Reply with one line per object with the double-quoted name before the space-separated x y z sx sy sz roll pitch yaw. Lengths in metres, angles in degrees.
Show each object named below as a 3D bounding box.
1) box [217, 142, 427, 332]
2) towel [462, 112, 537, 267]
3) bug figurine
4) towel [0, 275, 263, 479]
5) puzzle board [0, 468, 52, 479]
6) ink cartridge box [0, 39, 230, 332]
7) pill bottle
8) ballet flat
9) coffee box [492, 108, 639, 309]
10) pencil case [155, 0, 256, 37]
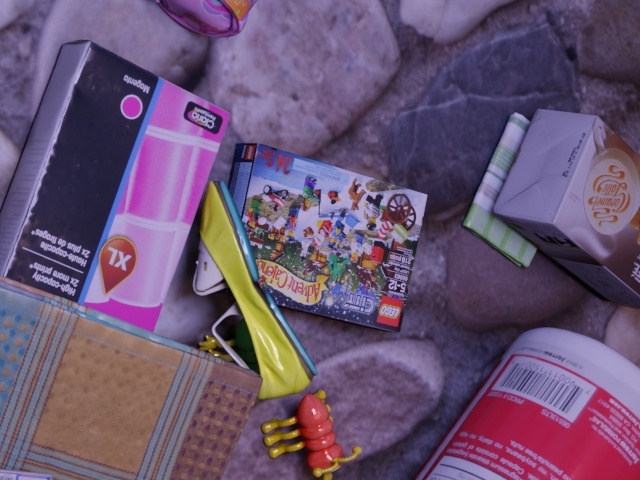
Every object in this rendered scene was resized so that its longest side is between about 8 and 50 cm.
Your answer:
"box" 0.000 0.000 1.846 0.233 0.044 0.159 15 83 -35
"towel" 0.232 -0.059 2.025 0.113 0.023 0.152 33 76 -30
"bug figurine" -0.091 0.202 1.775 0.279 0.072 0.216 -30 109 -30
"towel" -0.259 0.189 1.621 0.370 0.040 0.271 22 94 -28
"puzzle board" -0.317 0.254 1.582 0.128 0.011 0.096 10 98 -28
"ink cartridge box" -0.228 0.009 1.678 0.176 0.069 0.371 25 80 -33
"pill bottle" 0.205 0.313 1.893 0.408 0.229 0.229 -51 118 -22
"ballet flat" -0.083 0.056 1.723 0.077 0.077 0.231 -26 95 0
"coffee box" 0.328 -0.032 2.021 0.246 0.098 0.141 37 74 -40
"pencil case" -0.067 -0.344 1.744 0.124 0.124 0.284 40 69 -30
